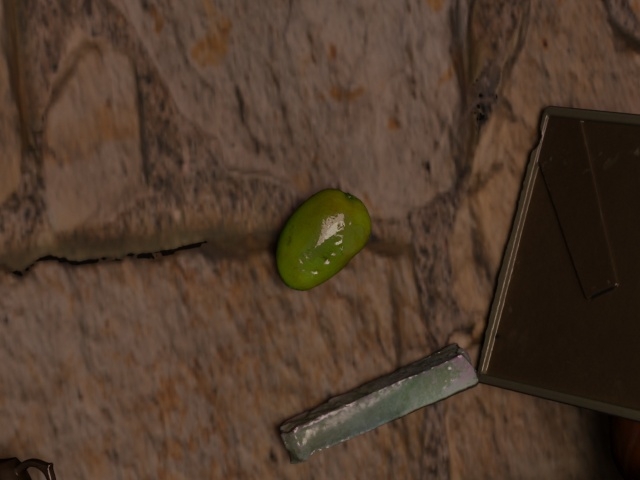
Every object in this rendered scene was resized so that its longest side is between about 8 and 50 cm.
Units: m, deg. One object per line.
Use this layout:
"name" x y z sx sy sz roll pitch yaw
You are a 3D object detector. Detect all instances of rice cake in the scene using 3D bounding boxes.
"rice cake" 0.056 0.157 1.534 0.211 0.034 0.043 -22 105 -18

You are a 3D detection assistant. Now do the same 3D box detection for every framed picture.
"framed picture" 0.268 0.017 1.523 0.020 0.211 0.289 20 83 -49

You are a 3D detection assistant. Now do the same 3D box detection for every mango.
"mango" 0.000 0.000 1.503 0.073 0.056 0.108 36 82 -10

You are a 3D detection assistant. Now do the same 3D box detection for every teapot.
"teapot" -0.286 0.217 1.396 0.121 0.076 0.068 -18 88 21

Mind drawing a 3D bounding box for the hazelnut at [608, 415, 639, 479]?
"hazelnut" 0.360 0.152 1.552 0.181 0.212 0.181 -23 83 20
